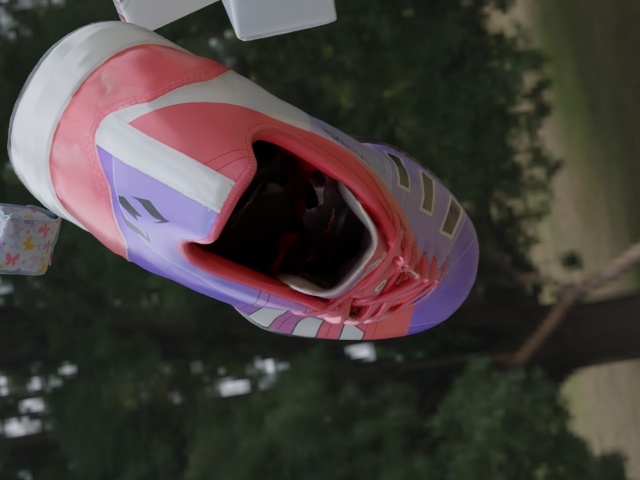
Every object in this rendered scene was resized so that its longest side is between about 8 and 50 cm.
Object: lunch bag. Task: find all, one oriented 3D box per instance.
[{"bbox_3d":[-0.327,-0.001,1.908,0.053,0.083,0.071,32,110,43],"label":"lunch bag"}]

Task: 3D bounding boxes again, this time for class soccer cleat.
[{"bbox_3d":[0.000,0.000,0.776,0.116,0.108,0.318,33,-176,35],"label":"soccer cleat"}]

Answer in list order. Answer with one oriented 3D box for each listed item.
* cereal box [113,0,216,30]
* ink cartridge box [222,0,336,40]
[{"bbox_3d":[-0.145,-0.333,1.627,0.240,0.173,0.047,68,169,-23],"label":"cereal box"},{"bbox_3d":[-0.040,-0.201,1.057,0.150,0.063,0.109,-113,12,-61],"label":"ink cartridge box"}]
